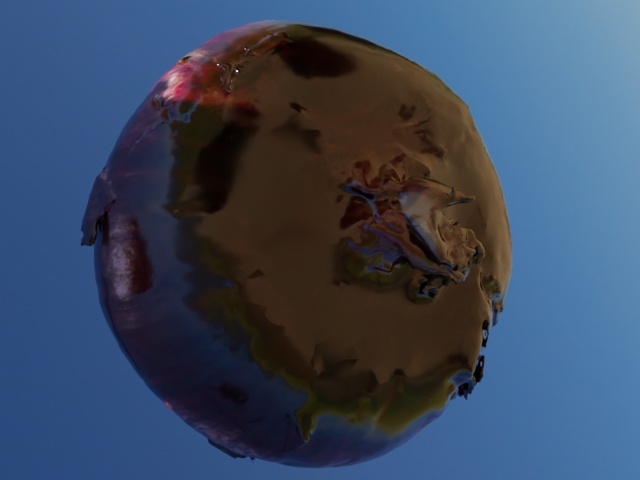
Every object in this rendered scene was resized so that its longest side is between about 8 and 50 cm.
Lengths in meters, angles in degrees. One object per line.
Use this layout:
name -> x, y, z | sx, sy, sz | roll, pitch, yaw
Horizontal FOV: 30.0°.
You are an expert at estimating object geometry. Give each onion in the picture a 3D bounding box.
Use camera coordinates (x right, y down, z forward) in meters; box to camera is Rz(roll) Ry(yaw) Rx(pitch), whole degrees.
onion -> 0.000, 0.000, 0.795 | 0.313, 0.232, 0.314 | 3, -97, -27
